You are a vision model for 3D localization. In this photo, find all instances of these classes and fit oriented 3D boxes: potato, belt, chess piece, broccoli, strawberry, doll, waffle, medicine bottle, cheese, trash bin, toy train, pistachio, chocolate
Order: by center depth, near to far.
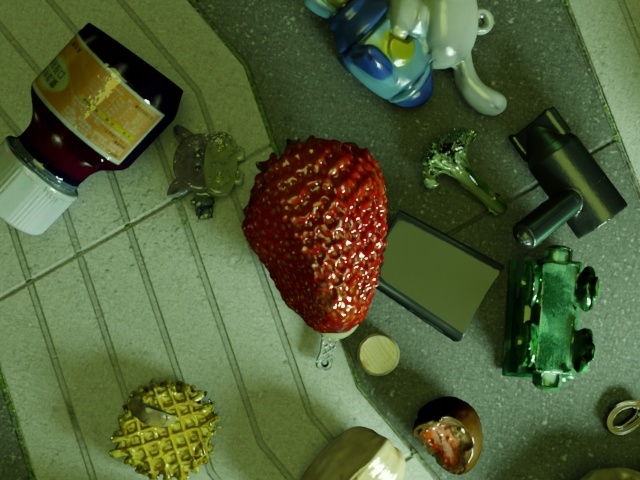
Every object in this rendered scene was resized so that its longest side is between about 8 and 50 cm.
[{"bbox_3d":[0.000,0.000,1.657,0.267,0.312,0.352,-10,78,-25],"label":"strawberry"},{"bbox_3d":[-0.316,0.325,1.683,0.093,0.036,0.037,23,82,-2],"label":"potato"},{"bbox_3d":[0.052,0.449,1.689,0.157,0.157,0.229,45,98,3],"label":"pistachio"},{"bbox_3d":[0.428,0.145,1.691,0.145,0.202,0.266,6,84,1],"label":"toy train"},{"bbox_3d":[-0.460,-0.194,1.699,0.242,0.242,0.395,41,92,3],"label":"medicine bottle"},{"bbox_3d":[0.245,0.372,1.713,0.127,0.124,0.133,-18,105,-18],"label":"chocolate"},{"bbox_3d":[-0.291,0.363,1.736,0.197,0.070,0.193,16,85,-2],"label":"waffle"},{"bbox_3d":[0.209,0.064,1.743,0.225,0.115,0.165,32,85,4],"label":"trash bin"},{"bbox_3d":[0.587,0.340,1.760,0.083,0.036,0.059,-33,79,-3],"label":"belt"},{"bbox_3d":[0.020,0.162,1.764,0.092,0.047,0.171,32,86,3],"label":"cheese"},{"bbox_3d":[0.112,0.221,1.765,0.083,0.038,0.084,0,87,-1],"label":"chess piece"},{"bbox_3d":[0.162,-0.399,1.765,0.365,0.187,0.376,-14,73,-12],"label":"doll"},{"bbox_3d":[0.288,-0.128,1.777,0.204,0.118,0.122,48,55,-12],"label":"broccoli"}]

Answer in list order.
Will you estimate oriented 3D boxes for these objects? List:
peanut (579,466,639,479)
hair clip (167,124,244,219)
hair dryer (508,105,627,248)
[{"bbox_3d":[0.579,0.503,1.682,0.387,0.169,0.192,-21,81,-6],"label":"peanut"},{"bbox_3d":[-0.224,-0.135,1.787,0.146,0.056,0.187,4,82,-7],"label":"hair clip"},{"bbox_3d":[0.418,-0.099,1.696,0.302,0.116,0.244,-32,83,-45],"label":"hair dryer"}]
